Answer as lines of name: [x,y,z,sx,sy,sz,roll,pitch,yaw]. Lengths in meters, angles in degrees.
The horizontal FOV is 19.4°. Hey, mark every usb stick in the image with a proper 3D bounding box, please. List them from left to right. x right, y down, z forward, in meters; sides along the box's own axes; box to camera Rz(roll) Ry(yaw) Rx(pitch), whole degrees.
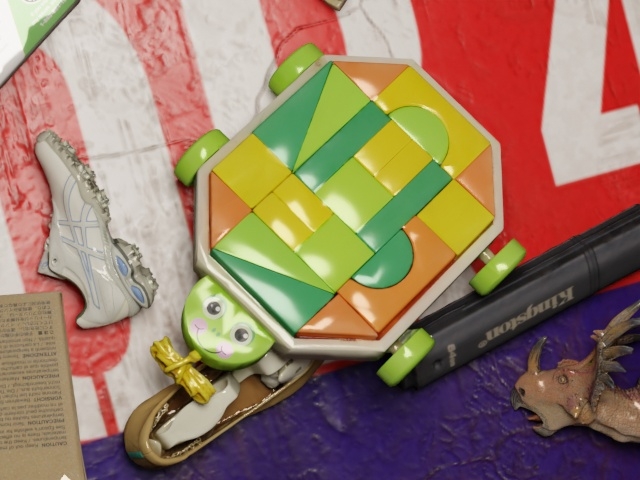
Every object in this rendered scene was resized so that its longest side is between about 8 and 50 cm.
usb stick: [0.184,0.050,1.676,0.278,0.077,0.045,-27,61,-12]

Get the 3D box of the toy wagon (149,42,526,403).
toy wagon: [0.000,0.000,1.589,0.267,0.068,0.344,44,71,6]

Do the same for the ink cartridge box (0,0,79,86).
ink cartridge box: [-0.327,-0.223,1.551,0.219,0.092,0.160,42,80,-9]

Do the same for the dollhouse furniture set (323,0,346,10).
dollhouse furniture set: [-0.032,-0.316,1.619,0.184,0.129,0.129,31,82,13]

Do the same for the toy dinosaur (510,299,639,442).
toy dinosaur: [0.340,0.112,1.689,0.296,0.127,0.200,-34,90,-17]

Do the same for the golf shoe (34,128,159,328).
golf shoe: [-0.212,-0.007,1.591,0.086,0.069,0.176,-28,90,2]

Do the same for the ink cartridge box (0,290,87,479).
ink cartridge box: [-0.315,0.148,1.510,0.235,0.088,0.193,-3,59,-13]

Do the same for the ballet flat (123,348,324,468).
ballet flat: [-0.066,0.122,1.616,0.232,0.073,0.080,-39,98,-11]
